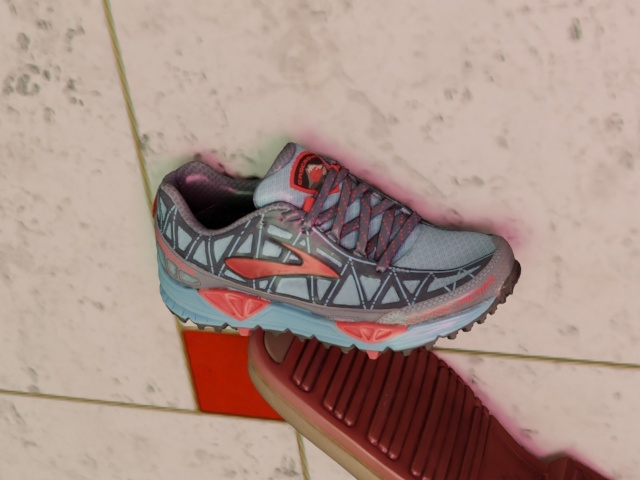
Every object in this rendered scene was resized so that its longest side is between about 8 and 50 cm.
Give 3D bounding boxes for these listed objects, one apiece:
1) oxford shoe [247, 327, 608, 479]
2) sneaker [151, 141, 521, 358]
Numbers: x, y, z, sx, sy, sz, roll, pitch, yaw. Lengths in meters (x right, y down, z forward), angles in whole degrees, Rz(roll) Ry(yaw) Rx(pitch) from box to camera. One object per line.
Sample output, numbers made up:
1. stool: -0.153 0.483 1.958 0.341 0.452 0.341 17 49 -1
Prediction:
1. oxford shoe: 0.078 0.181 1.062 0.348 0.123 0.130 37 132 -5
2. sneaker: 0.000 0.000 0.979 0.262 0.104 0.125 2 121 20
